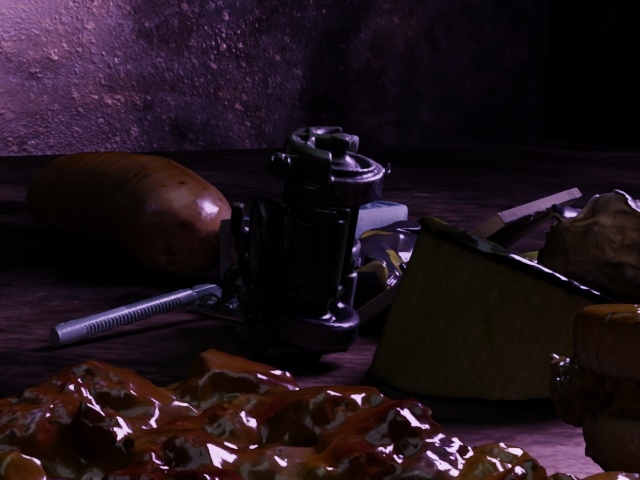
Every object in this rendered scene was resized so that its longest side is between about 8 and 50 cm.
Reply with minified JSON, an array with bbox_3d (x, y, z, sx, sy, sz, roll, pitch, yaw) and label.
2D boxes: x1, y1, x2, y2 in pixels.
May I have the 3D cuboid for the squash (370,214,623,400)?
[{"bbox_3d":[0.162,0.071,1.095,0.220,0.133,0.220,16,2,-1],"label":"squash"}]

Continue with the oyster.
[{"bbox_3d":[0.314,0.025,1.225,0.238,0.115,0.351,8,-4,-31],"label":"oyster"}]

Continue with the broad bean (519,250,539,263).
[{"bbox_3d":[0.241,0.034,1.441,0.213,0.048,0.070,-6,14,-39],"label":"broad bean"}]

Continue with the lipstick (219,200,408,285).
[{"bbox_3d":[0.000,0.000,1.557,0.077,0.076,0.289,4,6,34],"label":"lipstick"}]

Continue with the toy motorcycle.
[{"bbox_3d":[-0.016,-0.012,1.169,0.127,0.205,0.275,6,20,-3],"label":"toy motorcycle"}]

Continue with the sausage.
[{"bbox_3d":[-0.235,-0.042,1.677,0.136,0.123,0.501,-35,23,-21],"label":"sausage"}]

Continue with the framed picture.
[{"bbox_3d":[0.144,0.014,1.324,0.184,0.016,0.250,-37,-9,27],"label":"framed picture"}]

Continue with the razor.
[{"bbox_3d":[-0.154,0.064,1.240,0.084,0.036,0.211,6,9,42],"label":"razor"}]

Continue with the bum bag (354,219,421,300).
[{"bbox_3d":[0.066,0.022,1.460,0.106,0.060,0.232,14,15,21],"label":"bum bag"}]

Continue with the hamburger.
[{"bbox_3d":[0.236,0.097,0.777,0.215,0.122,0.189,4,2,45],"label":"hamburger"}]

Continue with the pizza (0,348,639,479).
[{"bbox_3d":[-0.045,0.127,0.609,0.408,0.114,0.278,4,14,6],"label":"pizza"}]
